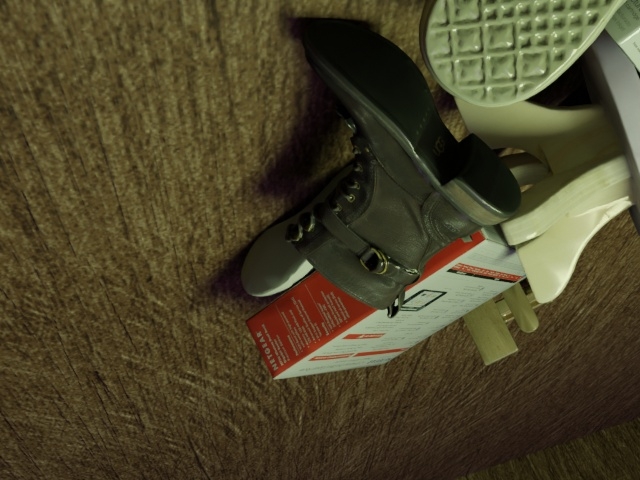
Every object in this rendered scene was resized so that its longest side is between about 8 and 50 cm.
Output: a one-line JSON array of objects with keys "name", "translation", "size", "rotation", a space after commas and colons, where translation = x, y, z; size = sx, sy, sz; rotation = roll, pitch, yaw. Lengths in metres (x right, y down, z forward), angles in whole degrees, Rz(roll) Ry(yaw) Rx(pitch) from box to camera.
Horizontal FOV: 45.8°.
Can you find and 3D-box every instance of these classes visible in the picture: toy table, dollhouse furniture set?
[{"name": "toy table", "translation": [0.256, -0.076, 0.786], "size": [0.161, 0.274, 0.252], "rotation": [-21, -177, 15]}, {"name": "dollhouse furniture set", "translation": [0.334, 0.139, 1.273], "size": [0.144, 0.123, 0.151], "rotation": [-29, 149, 14]}]

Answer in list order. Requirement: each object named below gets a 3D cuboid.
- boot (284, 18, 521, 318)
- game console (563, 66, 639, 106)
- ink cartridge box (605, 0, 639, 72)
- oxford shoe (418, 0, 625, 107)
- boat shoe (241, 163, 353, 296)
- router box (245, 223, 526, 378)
[{"name": "boot", "translation": [0.033, -0.050, 0.718], "size": [0.229, 0.263, 0.091], "rotation": [-39, -172, 45]}, {"name": "game console", "translation": [0.444, -0.146, 0.966], "size": [0.361, 0.043, 0.213], "rotation": [11, 139, -42]}, {"name": "ink cartridge box", "translation": [0.305, -0.246, 0.631], "size": [0.175, 0.127, 0.072], "rotation": [-38, 143, 25]}, {"name": "oxford shoe", "translation": [0.240, -0.287, 0.542], "size": [0.449, 0.169, 0.130], "rotation": [-47, -174, 25]}, {"name": "boat shoe", "translation": [0.000, 0.000, 0.887], "size": [0.219, 0.077, 0.070], "rotation": [-38, 145, 24]}, {"name": "router box", "translation": [0.116, 0.062, 0.978], "size": [0.301, 0.082, 0.335], "rotation": [-35, 160, 20]}]
